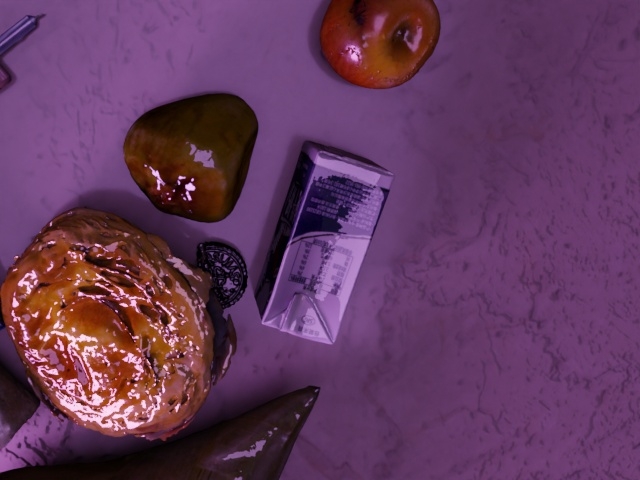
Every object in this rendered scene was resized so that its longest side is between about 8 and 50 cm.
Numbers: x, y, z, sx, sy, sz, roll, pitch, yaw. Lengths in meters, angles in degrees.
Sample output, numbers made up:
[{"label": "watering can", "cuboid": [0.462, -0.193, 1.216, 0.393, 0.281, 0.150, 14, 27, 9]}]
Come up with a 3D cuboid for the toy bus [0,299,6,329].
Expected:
[{"label": "toy bus", "cuboid": [-0.428, 0.043, 1.132, 0.051, 0.061, 0.153, -20, 92, -9]}]

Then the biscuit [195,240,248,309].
[{"label": "biscuit", "cuboid": [-0.135, 0.046, 1.196, 0.087, 0.027, 0.089, -38, 104, -1]}]

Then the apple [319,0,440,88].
[{"label": "apple", "cuboid": [0.071, -0.250, 1.117, 0.146, 0.146, 0.147, -2, 101, -8]}]

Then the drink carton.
[{"label": "drink carton", "cuboid": [0.000, 0.000, 1.152, 0.101, 0.134, 0.222, 16, 99, -13]}]

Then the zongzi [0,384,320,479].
[{"label": "zongzi", "cuboid": [-0.230, 0.296, 1.158, 0.356, 0.174, 0.393, 22, 96, -8]}]

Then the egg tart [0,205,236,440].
[{"label": "egg tart", "cuboid": [-0.238, 0.099, 1.138, 0.297, 0.132, 0.297, 3, 101, 15]}]

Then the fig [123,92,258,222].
[{"label": "fig", "cuboid": [-0.141, -0.103, 1.118, 0.165, 0.144, 0.154, -43, 67, -7]}]

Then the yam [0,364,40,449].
[{"label": "yam", "cuboid": [-0.444, 0.173, 1.137, 0.107, 0.107, 0.194, -44, 103, 2]}]

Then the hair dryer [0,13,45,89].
[{"label": "hair dryer", "cuboid": [-0.368, -0.229, 1.109, 0.114, 0.037, 0.063, -42, 105, -6]}]
